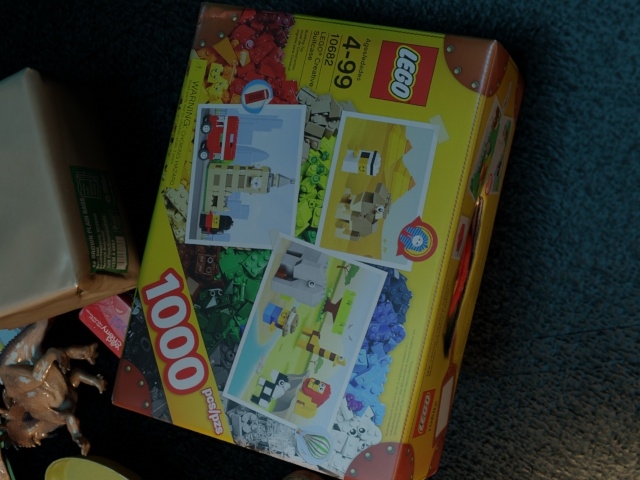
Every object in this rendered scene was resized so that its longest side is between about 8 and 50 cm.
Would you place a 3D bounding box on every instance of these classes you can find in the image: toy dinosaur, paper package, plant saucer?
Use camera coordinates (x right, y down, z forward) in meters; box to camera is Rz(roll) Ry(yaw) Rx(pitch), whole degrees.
[{"bbox_3d":[-0.467,0.237,1.568,0.200,0.127,0.295,-2,116,15],"label":"toy dinosaur"},{"bbox_3d":[-0.452,-0.047,1.418,0.310,0.168,0.324,-19,82,24],"label":"paper package"},{"bbox_3d":[-0.346,0.436,1.605,0.241,0.037,0.241,14,129,18],"label":"plant saucer"}]

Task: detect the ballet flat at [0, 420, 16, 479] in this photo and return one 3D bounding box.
[{"bbox_3d":[-0.598,0.373,1.688,0.107,0.106,0.315,11,114,62],"label":"ballet flat"}]

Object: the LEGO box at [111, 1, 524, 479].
[{"bbox_3d":[0.000,0.000,1.172,0.373,0.193,0.500,12,90,22],"label":"LEGO box"}]

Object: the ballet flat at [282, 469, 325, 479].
[{"bbox_3d":[-0.054,0.518,1.474,0.123,0.123,0.348,15,111,22],"label":"ballet flat"}]

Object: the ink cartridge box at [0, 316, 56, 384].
[{"bbox_3d":[-0.536,0.159,1.638,0.115,0.067,0.198,39,117,11],"label":"ink cartridge box"}]

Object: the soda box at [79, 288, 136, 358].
[{"bbox_3d":[-0.243,0.162,1.486,0.263,0.083,0.092,41,118,10],"label":"soda box"}]
